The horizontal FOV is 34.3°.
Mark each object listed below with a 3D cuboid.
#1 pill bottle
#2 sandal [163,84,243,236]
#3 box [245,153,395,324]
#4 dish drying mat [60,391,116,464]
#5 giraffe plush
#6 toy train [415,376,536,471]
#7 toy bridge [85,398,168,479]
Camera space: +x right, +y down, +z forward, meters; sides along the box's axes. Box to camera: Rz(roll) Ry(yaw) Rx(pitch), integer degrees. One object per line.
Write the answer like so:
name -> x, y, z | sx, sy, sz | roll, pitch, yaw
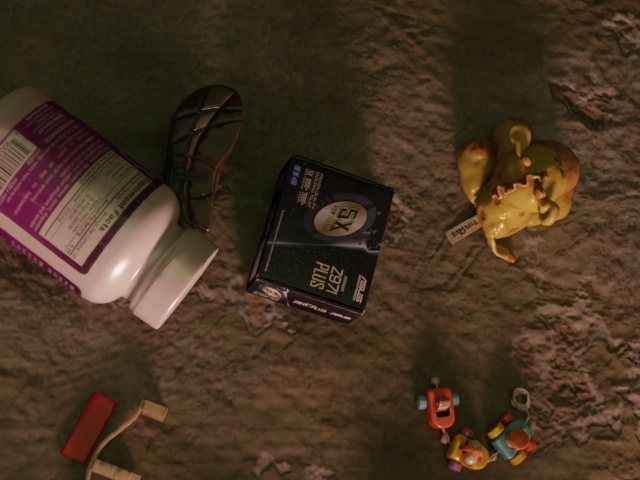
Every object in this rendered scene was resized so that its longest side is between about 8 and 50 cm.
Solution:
pill bottle -> -0.277, -0.032, 1.237 | 0.301, 0.169, 0.169 | 38, 69, -3
sandal -> -0.159, -0.096, 1.352 | 0.090, 0.060, 0.219 | 9, 87, -6
box -> 0.000, 0.000, 1.352 | 0.147, 0.077, 0.180 | 20, 70, -10
dish drying mat -> -0.279, 0.226, 1.250 | 0.032, 0.008, 0.083 | 28, 70, -5
giraffe plush -> 0.276, -0.084, 1.401 | 0.181, 0.170, 0.210 | 43, 69, -1
toy train -> 0.212, 0.239, 1.360 | 0.166, 0.046, 0.125 | 1, 75, -15
toy bridge -> -0.246, 0.278, 1.234 | 0.063, 0.026, 0.188 | 23, 70, -5
